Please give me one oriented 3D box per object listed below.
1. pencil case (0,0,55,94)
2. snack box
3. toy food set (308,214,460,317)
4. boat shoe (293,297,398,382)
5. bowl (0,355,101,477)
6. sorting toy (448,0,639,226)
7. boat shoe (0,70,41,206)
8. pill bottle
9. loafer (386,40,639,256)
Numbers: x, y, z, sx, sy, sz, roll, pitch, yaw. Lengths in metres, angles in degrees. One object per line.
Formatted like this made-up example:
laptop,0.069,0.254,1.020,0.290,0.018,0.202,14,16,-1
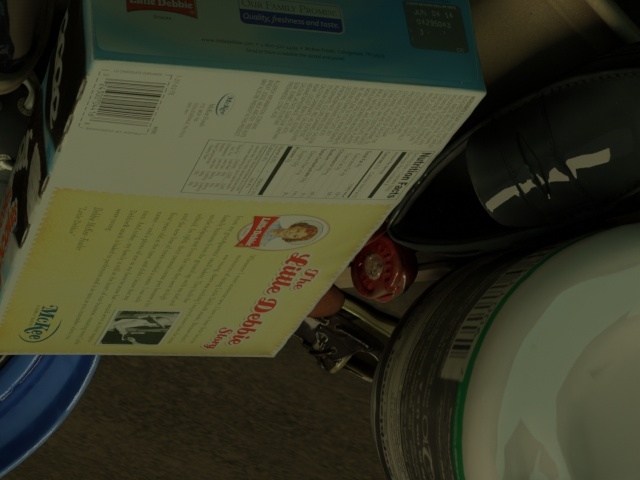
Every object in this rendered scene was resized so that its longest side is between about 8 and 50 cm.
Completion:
pencil case,-0.316,-0.185,0.751,0.410,0.159,0.183,13,171,11
snack box,-0.065,-0.023,0.808,0.187,0.060,0.322,3,152,-21
toy food set,0.000,0.000,0.994,0.128,0.071,0.218,-1,147,32
boat shoe,0.017,0.075,1.142,0.152,0.049,0.056,21,152,-6
bowl,-0.346,0.053,1.066,0.391,0.077,0.391,-13,133,-14
sorting toy,0.101,-0.091,0.804,0.196,0.047,0.348,-8,143,46
boat shoe,-0.194,-0.065,0.908,0.319,0.099,0.116,27,-165,-45
pill bottle,0.141,0.101,0.862,0.204,0.204,0.361,21,174,-6
loafer,0.110,-0.035,0.742,0.223,0.078,0.076,-27,89,59
